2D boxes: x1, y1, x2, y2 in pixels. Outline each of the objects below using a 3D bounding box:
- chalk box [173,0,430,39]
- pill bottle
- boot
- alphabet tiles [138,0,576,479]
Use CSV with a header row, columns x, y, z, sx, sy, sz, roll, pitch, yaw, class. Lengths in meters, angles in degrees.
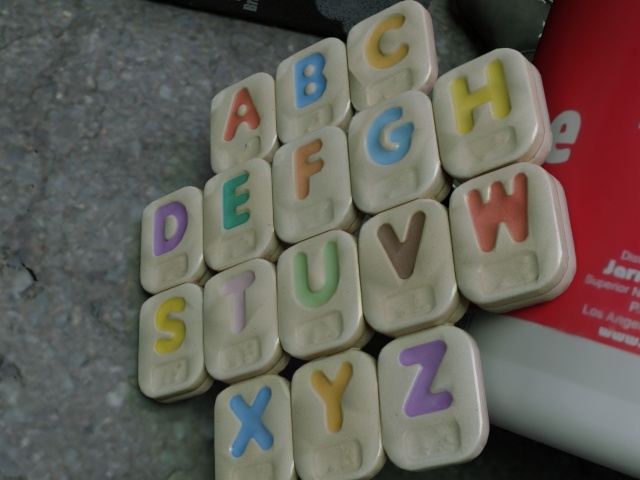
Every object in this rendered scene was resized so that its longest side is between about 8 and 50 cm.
x,y,z,sx,sy,sz,roll,pitch,yaw,class
-0.041,-0.289,0.688,0.289,0.180,0.179,12,62,-9,chalk box
0.230,-0.064,0.538,0.229,0.229,0.407,20,84,-2,pill bottle
0.118,-0.111,0.698,0.208,0.076,0.190,-42,65,-18,boot
0.000,0.000,0.528,0.021,0.284,0.277,29,50,-47,alphabet tiles
